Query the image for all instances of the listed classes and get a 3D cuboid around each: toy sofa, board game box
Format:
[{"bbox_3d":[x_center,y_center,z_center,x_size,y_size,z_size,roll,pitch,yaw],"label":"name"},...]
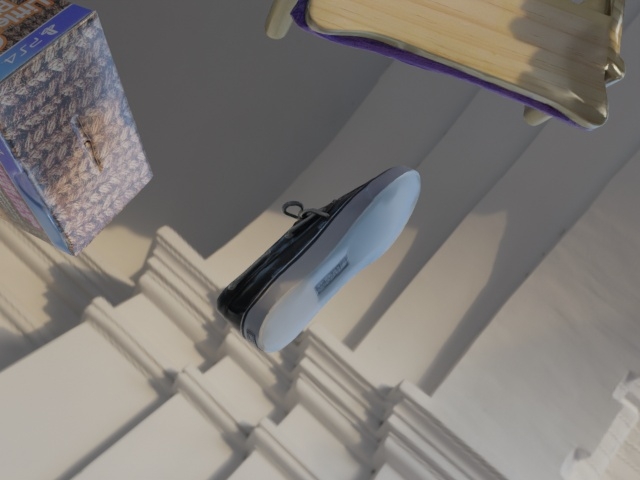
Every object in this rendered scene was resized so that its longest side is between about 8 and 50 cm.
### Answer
[{"bbox_3d":[0.131,-0.223,0.656,0.363,0.177,0.150,14,-13,-14],"label":"toy sofa"},{"bbox_3d":[-0.361,-0.151,0.650,0.291,0.141,0.232,25,-32,16],"label":"board game box"}]

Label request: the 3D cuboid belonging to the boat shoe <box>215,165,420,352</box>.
[{"bbox_3d":[0.001,0.003,0.763,0.105,0.306,0.113,33,-19,33],"label":"boat shoe"}]
